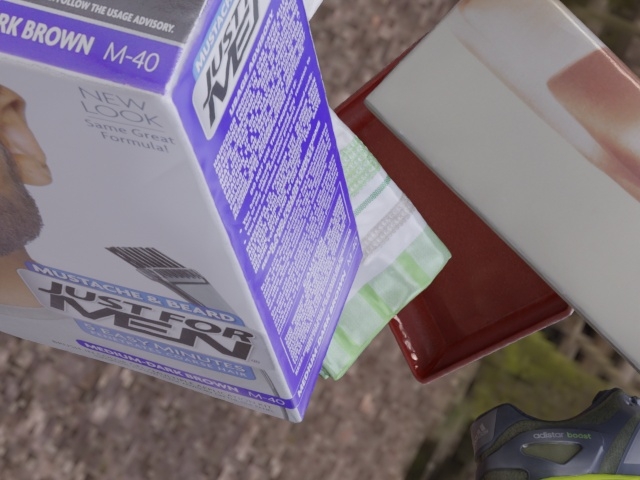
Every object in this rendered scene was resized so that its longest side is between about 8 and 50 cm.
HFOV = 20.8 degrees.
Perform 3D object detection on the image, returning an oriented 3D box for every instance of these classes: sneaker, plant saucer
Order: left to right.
[{"bbox_3d":[0.108,-0.026,1.521,0.047,0.258,0.259,-23,174,-31],"label":"plant saucer"},{"bbox_3d":[0.231,0.157,1.170,0.300,0.121,0.111,6,139,-29],"label":"sneaker"}]

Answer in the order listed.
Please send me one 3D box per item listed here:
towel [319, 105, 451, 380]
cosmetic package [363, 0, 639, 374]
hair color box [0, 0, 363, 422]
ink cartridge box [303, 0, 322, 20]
[{"bbox_3d":[0.000,0.000,1.004,0.113,0.023,0.152,-45,121,-4],"label":"towel"},{"bbox_3d":[0.179,-0.030,1.091,0.129,0.296,0.153,-45,180,8],"label":"cosmetic package"},{"bbox_3d":[-0.097,-0.043,0.744,0.339,0.185,0.110,75,34,-63],"label":"hair color box"},{"bbox_3d":[-0.042,-0.260,1.500,0.092,0.143,0.090,-56,153,10],"label":"ink cartridge box"}]
